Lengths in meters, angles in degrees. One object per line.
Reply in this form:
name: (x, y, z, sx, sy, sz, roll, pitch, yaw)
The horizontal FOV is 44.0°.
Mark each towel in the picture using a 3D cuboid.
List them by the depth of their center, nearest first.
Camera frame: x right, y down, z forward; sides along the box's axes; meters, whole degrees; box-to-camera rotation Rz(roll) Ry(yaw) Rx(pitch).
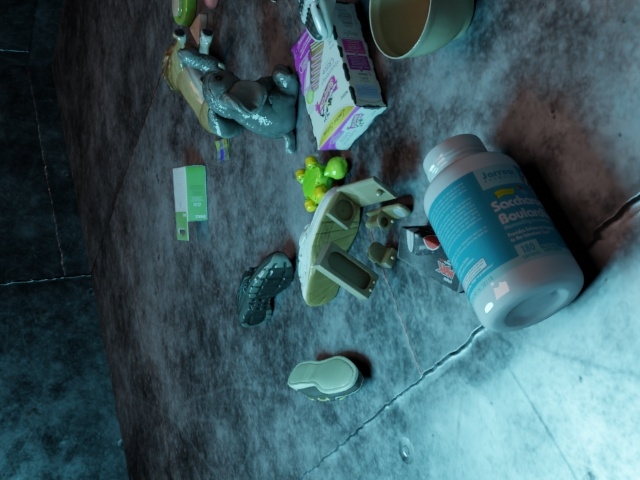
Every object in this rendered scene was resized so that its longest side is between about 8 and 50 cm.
towel: (-0.257, -0.239, 2.083, 0.083, 0.009, 0.060, -2, 92, 61)

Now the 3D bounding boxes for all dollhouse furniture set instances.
dollhouse furniture set: (0.081, -0.001, 1.360, 0.123, 0.144, 0.151, -12, 47, 61)

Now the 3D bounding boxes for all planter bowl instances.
planter bowl: (0.162, -0.356, 1.204, 0.162, 0.109, 0.162, 11, 102, 60)

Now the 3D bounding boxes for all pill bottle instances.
pill bottle: (0.233, -0.019, 1.077, 0.146, 0.146, 0.264, -59, 45, 46)

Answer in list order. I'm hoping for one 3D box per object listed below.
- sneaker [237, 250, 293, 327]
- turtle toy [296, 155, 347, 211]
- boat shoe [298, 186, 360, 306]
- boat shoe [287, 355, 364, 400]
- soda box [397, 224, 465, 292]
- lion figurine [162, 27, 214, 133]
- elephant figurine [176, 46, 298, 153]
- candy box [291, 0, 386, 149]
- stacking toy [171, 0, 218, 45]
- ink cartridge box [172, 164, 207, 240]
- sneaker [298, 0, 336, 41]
sneaker: (-0.144, 0.096, 1.826, 0.267, 0.101, 0.106, -58, 42, 46)
turtle toy: (0.006, -0.120, 1.559, 0.130, 0.066, 0.095, -47, 53, 52)
boat shoe: (0.000, 0.000, 1.553, 0.096, 0.098, 0.277, 55, 139, 43)
boat shoe: (0.022, 0.282, 1.584, 0.228, 0.069, 0.081, -12, 43, 57)
soda box: (0.191, 0.026, 1.255, 0.169, 0.053, 0.060, 32, 121, 55)
lion figurine: (-0.299, -0.381, 2.015, 0.392, 0.142, 0.240, 65, 152, 26)
elephant figurine: (-0.178, -0.300, 1.693, 0.186, 0.240, 0.169, 51, 136, 46)
candy box: (0.029, -0.308, 1.492, 0.159, 0.071, 0.233, -44, 56, 53)
stacking toy: (-0.387, -0.698, 2.140, 0.309, 0.130, 0.279, 55, 138, 44)
ink cartridge box: (-0.369, -0.106, 2.248, 0.109, 0.062, 0.209, 4, 97, 61)
sneaker: (0.018, -0.498, 1.413, 0.110, 0.118, 0.292, 136, 134, -76)
